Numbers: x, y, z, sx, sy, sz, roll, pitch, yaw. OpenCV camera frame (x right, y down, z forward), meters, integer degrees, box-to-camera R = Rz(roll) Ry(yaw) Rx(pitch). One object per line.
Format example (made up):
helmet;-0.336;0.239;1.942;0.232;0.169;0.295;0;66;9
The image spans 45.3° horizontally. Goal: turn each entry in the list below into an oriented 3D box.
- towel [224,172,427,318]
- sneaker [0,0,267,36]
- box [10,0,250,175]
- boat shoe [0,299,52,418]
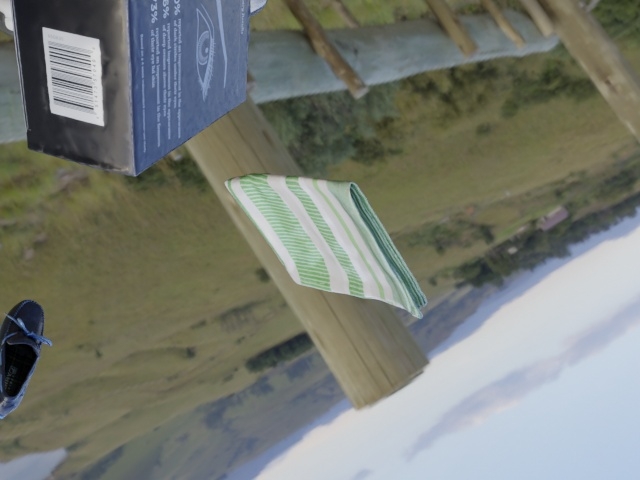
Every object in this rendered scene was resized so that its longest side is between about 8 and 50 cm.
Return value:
towel;0.000;0.000;1.170;0.038;0.247;0.325;-45;-150;-22
sneaker;-0.321;-0.476;1.236;0.448;0.169;0.257;-10;124;-6
box;-0.151;-0.170;0.661;0.207;0.108;0.153;-51;152;-56
boat shoe;-0.581;0.223;1.507;0.109;0.258;0.089;25;133;-34
